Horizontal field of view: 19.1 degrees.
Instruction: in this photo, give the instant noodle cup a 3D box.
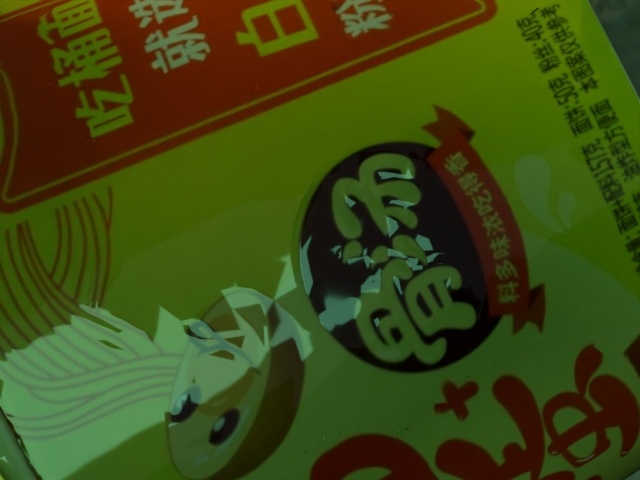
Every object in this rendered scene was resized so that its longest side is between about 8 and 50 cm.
[{"bbox_3d":[0.000,0.000,0.679,0.222,0.311,0.311,-27,99,2],"label":"instant noodle cup"}]
